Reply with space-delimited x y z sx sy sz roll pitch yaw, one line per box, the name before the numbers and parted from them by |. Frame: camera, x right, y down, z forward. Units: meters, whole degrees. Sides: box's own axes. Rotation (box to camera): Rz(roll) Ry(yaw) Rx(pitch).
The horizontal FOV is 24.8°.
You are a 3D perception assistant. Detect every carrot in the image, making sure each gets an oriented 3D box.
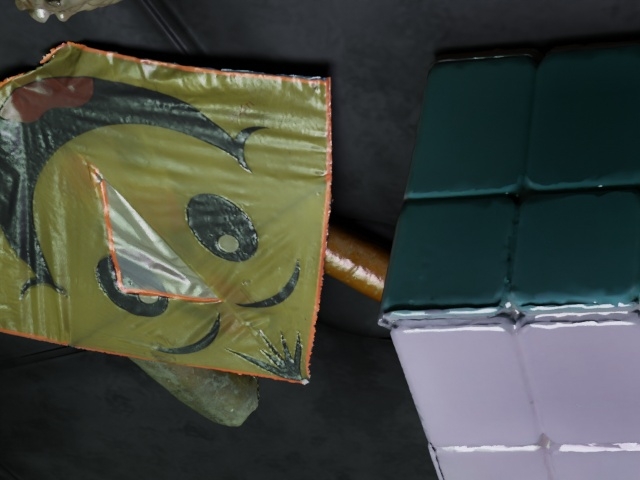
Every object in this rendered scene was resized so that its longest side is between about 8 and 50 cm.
carrot | 0.000 0.000 1.079 0.248 0.043 0.043 27 138 -14

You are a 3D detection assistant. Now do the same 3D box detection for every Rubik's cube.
Rubik's cube | 0.183 0.026 0.914 0.225 0.231 0.221 -2 138 19

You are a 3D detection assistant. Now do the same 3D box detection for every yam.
yam | -0.109 0.093 1.195 0.070 0.069 0.146 -18 136 31

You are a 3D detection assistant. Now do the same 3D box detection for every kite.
kite | -0.113 -0.003 1.065 0.378 0.013 0.327 -30 113 29

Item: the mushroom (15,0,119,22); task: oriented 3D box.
mushroom | -0.075 -0.239 0.755 0.177 0.126 0.397 39 138 6
